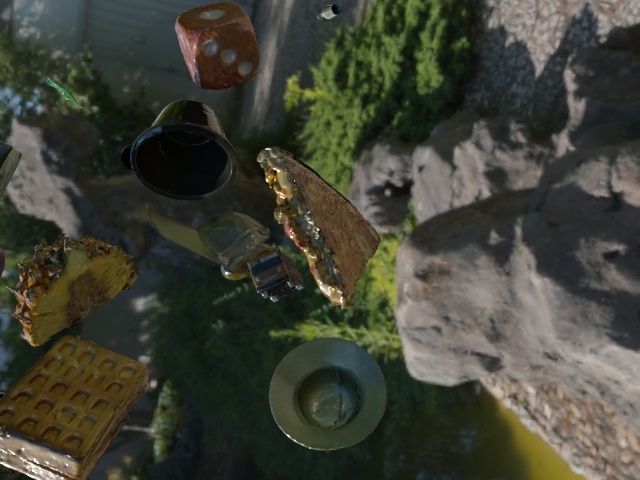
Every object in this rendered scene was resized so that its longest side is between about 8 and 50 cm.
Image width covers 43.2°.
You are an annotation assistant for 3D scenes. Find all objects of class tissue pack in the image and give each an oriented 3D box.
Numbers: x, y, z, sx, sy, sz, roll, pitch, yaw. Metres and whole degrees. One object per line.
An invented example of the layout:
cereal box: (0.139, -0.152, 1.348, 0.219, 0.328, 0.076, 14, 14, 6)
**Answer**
tissue pack: (-0.971, -0.211, 2.191, 0.081, 0.257, 0.185, 69, -135, -79)

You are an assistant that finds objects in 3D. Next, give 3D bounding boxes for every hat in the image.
hat: (0.022, 0.356, 1.807, 0.130, 0.257, 0.257, 78, -166, -64)
hat: (-0.238, -0.035, 1.735, 0.149, 0.245, 0.214, -49, 21, -1)

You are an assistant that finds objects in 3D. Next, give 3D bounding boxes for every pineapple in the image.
pineapple: (-0.643, 0.048, 1.992, 0.209, 0.344, 0.286, 37, 145, 26)

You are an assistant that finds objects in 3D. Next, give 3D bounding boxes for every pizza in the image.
pizza: (0.000, 0.000, 1.971, 0.130, 0.440, 0.406, -32, 42, 26)

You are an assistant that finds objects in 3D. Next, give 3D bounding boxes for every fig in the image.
fig: (-0.227, 0.059, 2.502, 0.126, 0.185, 0.133, -49, 48, 38)

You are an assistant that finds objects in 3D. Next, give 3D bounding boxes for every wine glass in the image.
wine glass: (0.024, -0.612, 2.174, 0.083, 0.039, 0.042, 10, 71, 60)

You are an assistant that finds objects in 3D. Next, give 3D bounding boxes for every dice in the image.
dice: (-0.262, -0.491, 2.052, 0.175, 0.174, 0.179, -126, 23, -48)

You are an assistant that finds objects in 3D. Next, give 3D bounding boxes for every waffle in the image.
waffle: (-0.497, 0.329, 1.600, 0.327, 0.224, 0.098, -64, -5, -63)

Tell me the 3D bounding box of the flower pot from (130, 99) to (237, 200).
flower pot: (-0.337, -0.244, 2.047, 0.269, 0.269, 0.166, 112, 163, -45)

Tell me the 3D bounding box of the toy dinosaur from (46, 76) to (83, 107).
toy dinosaur: (-0.506, -0.297, 1.602, 0.021, 0.083, 0.062, -56, 2, -8)

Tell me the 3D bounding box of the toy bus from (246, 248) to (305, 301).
toy bus: (-0.117, 0.089, 2.148, 0.201, 0.098, 0.114, 39, -153, -75)

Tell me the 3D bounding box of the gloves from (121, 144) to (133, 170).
gloves: (-0.461, -0.260, 2.265, 0.268, 0.135, 0.107, -53, -37, -54)

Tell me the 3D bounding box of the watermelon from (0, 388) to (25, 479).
watermelon: (-0.759, 0.455, 1.826, 0.242, 0.242, 0.242, -171, 90, -78)

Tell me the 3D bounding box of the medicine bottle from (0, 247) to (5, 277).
medicine bottle: (-0.914, 0.033, 1.835, 0.212, 0.325, 0.212, -61, -4, -6)
